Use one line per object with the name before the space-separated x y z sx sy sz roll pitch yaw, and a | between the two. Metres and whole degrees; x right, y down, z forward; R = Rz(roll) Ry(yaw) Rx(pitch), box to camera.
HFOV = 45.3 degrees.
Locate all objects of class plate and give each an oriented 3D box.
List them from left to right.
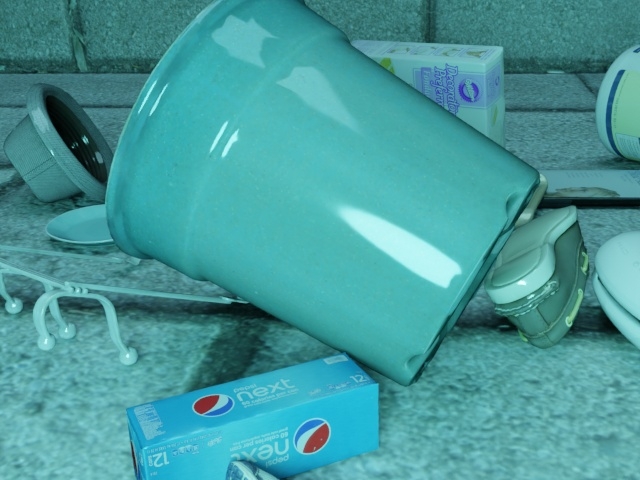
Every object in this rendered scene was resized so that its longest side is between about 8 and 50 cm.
plate | -0.349 -0.022 1.250 0.188 0.024 0.188 -2 21 1

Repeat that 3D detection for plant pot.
plant pot | 0.019 -0.042 0.802 0.334 0.341 0.341 33 31 15

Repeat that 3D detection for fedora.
fedora | -0.490 -0.159 1.417 0.124 0.243 0.275 -31 27 4

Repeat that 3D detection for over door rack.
over door rack | -0.268 0.061 0.937 0.240 0.108 0.324 15 13 34

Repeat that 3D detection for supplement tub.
supplement tub | 0.726 -0.246 1.469 0.236 0.235 0.325 -14 24 -31

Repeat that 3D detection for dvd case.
dvd case | 0.495 -0.095 1.388 0.253 0.022 0.180 1 21 5

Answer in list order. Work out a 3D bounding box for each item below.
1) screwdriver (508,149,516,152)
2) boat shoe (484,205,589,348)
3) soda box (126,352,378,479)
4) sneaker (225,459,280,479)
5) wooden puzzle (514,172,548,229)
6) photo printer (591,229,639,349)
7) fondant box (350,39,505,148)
screwdriver | 0.356 -0.182 1.644 0.170 0.025 0.024 -4 18 -31
boat shoe | 0.281 0.036 0.961 0.109 0.091 0.305 -29 5 30
soda box | -0.056 0.165 0.669 0.210 0.071 0.067 -10 22 -22
sneaker | -0.022 0.212 0.589 0.058 0.052 0.135 -7 27 -42
wooden puzzle | 0.257 -0.075 1.291 0.221 0.044 0.239 0 20 23
photo printer | 0.474 0.064 0.848 0.308 0.107 0.256 -2 21 -3
fondant box | 0.198 -0.266 1.538 0.330 0.238 0.096 11 36 32
